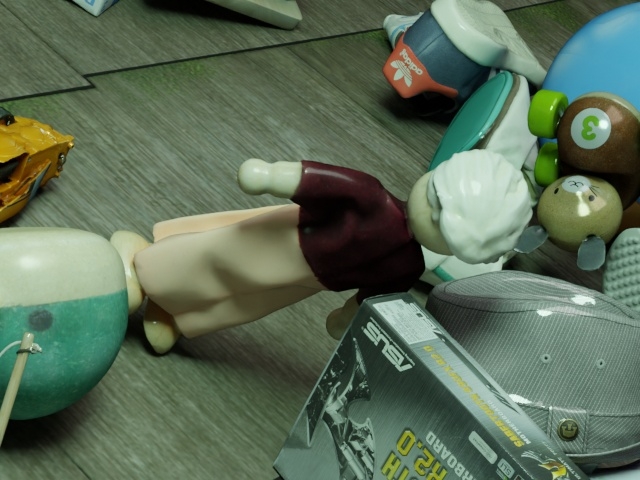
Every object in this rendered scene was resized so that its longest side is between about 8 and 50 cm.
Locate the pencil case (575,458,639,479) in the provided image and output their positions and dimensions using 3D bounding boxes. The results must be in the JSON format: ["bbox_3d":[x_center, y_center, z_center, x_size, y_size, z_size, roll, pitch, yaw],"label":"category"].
[{"bbox_3d":[0.285,0.233,1.233,0.273,0.113,0.124,-4,47,-42],"label":"pencil case"}]

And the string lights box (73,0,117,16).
[{"bbox_3d":[-0.265,-0.372,1.763,0.133,0.077,0.260,30,30,1],"label":"string lights box"}]

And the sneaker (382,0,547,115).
[{"bbox_3d":[0.180,-0.221,1.839,0.131,0.148,0.350,56,20,18],"label":"sneaker"}]

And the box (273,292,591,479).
[{"bbox_3d":[0.081,0.181,1.089,0.056,0.183,0.231,-6,45,-46],"label":"box"}]

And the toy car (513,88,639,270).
[{"bbox_3d":[0.271,-0.048,1.497,0.155,0.149,0.188,14,51,28],"label":"toy car"}]

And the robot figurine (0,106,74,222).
[{"bbox_3d":[-0.351,-0.065,1.227,0.211,0.085,0.291,34,31,13],"label":"robot figurine"}]

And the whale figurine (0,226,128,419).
[{"bbox_3d":[-0.275,0.068,1.054,0.272,0.141,0.216,-7,4,-17],"label":"whale figurine"}]

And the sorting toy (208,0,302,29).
[{"bbox_3d":[-0.129,-0.415,1.795,0.255,0.089,0.257,11,50,-51],"label":"sorting toy"}]

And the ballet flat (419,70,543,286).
[{"bbox_3d":[0.180,-0.052,1.598,0.139,0.139,0.400,28,35,3],"label":"ballet flat"}]

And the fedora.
[{"bbox_3d":[0.176,0.099,1.242,0.275,0.124,0.244,5,11,1],"label":"fedora"}]

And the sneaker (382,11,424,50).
[{"bbox_3d":[0.169,-0.280,1.971,0.190,0.071,0.083,7,30,-31],"label":"sneaker"}]

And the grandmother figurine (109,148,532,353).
[{"bbox_3d":[0.000,0.000,1.150,0.208,0.342,0.104,49,34,-51],"label":"grandmother figurine"}]

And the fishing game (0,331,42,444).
[{"bbox_3d":[-0.328,0.100,0.923,0.264,0.189,0.041,18,-13,6],"label":"fishing game"}]

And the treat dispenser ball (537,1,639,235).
[{"bbox_3d":[0.402,-0.142,1.724,0.288,0.288,0.288,19,31,-12],"label":"treat dispenser ball"}]

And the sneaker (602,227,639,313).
[{"bbox_3d":[0.405,0.121,1.490,0.127,0.126,0.321,4,45,-28],"label":"sneaker"}]
